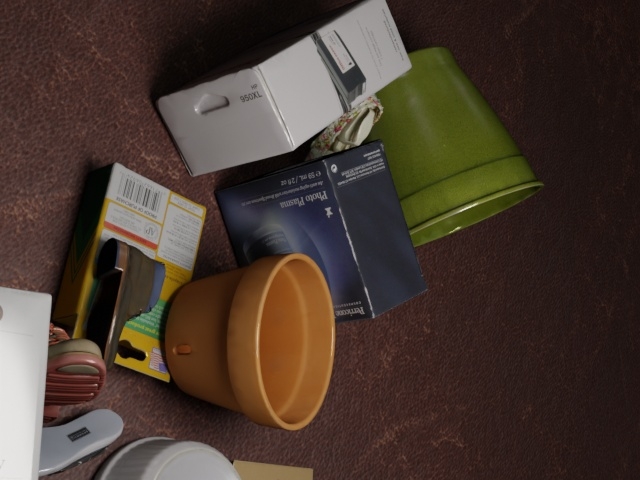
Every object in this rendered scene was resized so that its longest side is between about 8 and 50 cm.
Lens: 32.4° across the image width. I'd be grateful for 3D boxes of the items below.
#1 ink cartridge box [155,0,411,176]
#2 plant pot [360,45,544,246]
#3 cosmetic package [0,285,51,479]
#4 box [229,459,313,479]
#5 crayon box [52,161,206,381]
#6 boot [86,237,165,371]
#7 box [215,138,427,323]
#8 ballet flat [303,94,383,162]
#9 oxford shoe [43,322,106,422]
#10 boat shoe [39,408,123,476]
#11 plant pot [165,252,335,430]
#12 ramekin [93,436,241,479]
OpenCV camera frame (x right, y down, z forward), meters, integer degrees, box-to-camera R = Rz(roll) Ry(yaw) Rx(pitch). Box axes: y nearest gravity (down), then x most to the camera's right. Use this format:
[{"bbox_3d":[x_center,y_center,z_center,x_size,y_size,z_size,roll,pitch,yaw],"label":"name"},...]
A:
[{"bbox_3d":[-0.064,-0.289,2.039,0.395,0.285,0.166,-39,110,-43],"label":"ink cartridge box"},{"bbox_3d":[0.226,-0.200,2.302,0.366,0.366,0.353,-15,80,-46],"label":"plant pot"},{"bbox_3d":[-0.573,0.254,1.376,0.329,0.327,0.394,15,70,-42],"label":"cosmetic package"},{"bbox_3d":[-0.094,0.495,2.020,0.201,0.021,0.164,17,69,-43],"label":"box"},{"bbox_3d":[-0.322,0.059,1.847,0.203,0.083,0.323,28,61,-38],"label":"crayon box"},{"bbox_3d":[-0.301,0.111,1.738,0.106,0.082,0.219,21,65,-37],"label":"boot"},{"bbox_3d":[0.000,0.000,2.030,0.182,0.296,0.294,-24,98,-46],"label":"box"},{"bbox_3d":[0.042,-0.194,2.186,0.091,0.077,0.241,23,103,-44],"label":"ballet flat"},{"bbox_3d":[-0.397,0.174,1.570,0.123,0.348,0.130,12,67,-30],"label":"oxford shoe"},{"bbox_3d":[-0.409,0.328,1.708,0.080,0.076,0.228,43,34,19],"label":"boat shoe"},{"bbox_3d":[-0.125,0.168,1.851,0.291,0.203,0.291,-2,90,-65],"label":"plant pot"},{"bbox_3d":[-0.235,0.450,1.799,0.273,0.127,0.273,18,64,-42],"label":"ramekin"}]
